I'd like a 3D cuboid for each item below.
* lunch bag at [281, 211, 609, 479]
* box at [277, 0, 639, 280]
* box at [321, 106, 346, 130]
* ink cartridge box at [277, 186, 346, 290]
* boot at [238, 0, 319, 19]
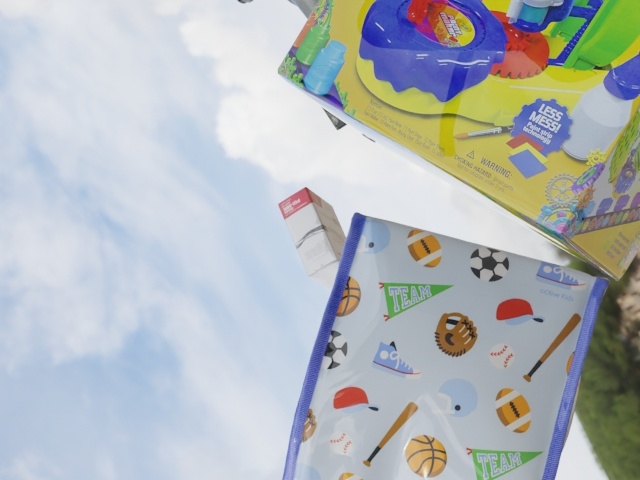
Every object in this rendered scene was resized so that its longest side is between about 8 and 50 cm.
[{"bbox_3d":[0.144,0.202,1.338,0.239,0.328,0.385,56,-132,-75],"label":"lunch bag"},{"bbox_3d":[0.175,-0.169,0.878,0.290,0.279,0.177,33,-176,32],"label":"box"},{"bbox_3d":[0.082,-0.241,1.572,0.077,0.147,0.180,57,-162,-4],"label":"box"},{"bbox_3d":[0.000,0.000,1.628,0.099,0.056,0.135,34,-152,-59],"label":"ink cartridge box"},{"bbox_3d":[-0.031,-0.294,1.248,0.083,0.161,0.246,-46,-56,-42],"label":"boot"}]
